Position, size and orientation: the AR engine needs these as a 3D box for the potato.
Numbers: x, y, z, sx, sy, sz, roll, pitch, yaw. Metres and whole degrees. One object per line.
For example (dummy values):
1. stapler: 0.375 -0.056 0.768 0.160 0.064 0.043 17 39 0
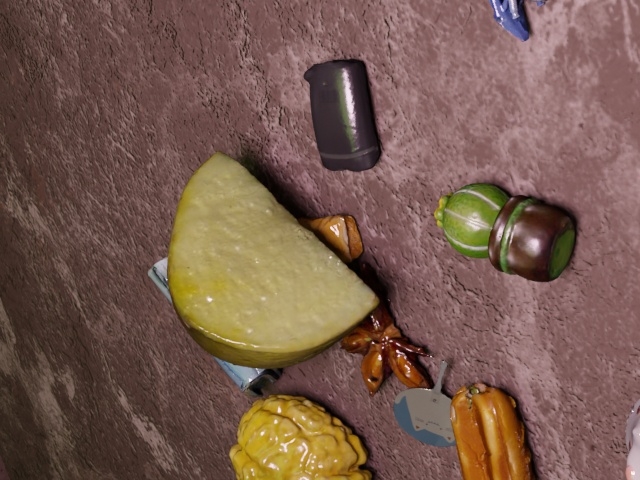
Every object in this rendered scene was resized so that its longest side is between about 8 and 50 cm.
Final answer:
1. potato: -0.112 0.089 1.211 0.330 0.212 0.280 44 157 20

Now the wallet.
1. wallet: -0.171 0.143 1.396 0.250 0.075 0.176 48 175 15

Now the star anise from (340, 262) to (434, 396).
1. star anise: 0.081 0.152 1.229 0.212 0.053 0.157 51 132 7

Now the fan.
1. fan: 0.159 0.228 1.197 0.113 0.005 0.175 18 131 15

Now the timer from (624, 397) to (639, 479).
1. timer: 0.425 0.225 0.824 0.315 0.290 0.291 19 125 64

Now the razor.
1. razor: 0.029 -0.165 1.126 0.090 0.054 0.148 4 113 38

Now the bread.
1. bread: 0.000 0.000 1.233 0.132 0.053 0.074 0 108 47

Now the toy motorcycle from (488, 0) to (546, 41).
1. toy motorcycle: 0.171 -0.314 0.909 0.205 0.076 0.114 48 144 12

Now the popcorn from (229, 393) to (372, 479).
1. popcorn: -0.031 0.349 1.366 0.203 0.225 0.201 79 -170 -72

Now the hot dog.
1. hot dog: 0.235 0.314 1.148 0.115 0.072 0.269 3 113 42

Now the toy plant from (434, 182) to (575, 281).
1. toy plant: 0.209 -0.014 1.000 0.162 0.092 0.093 23 124 34
